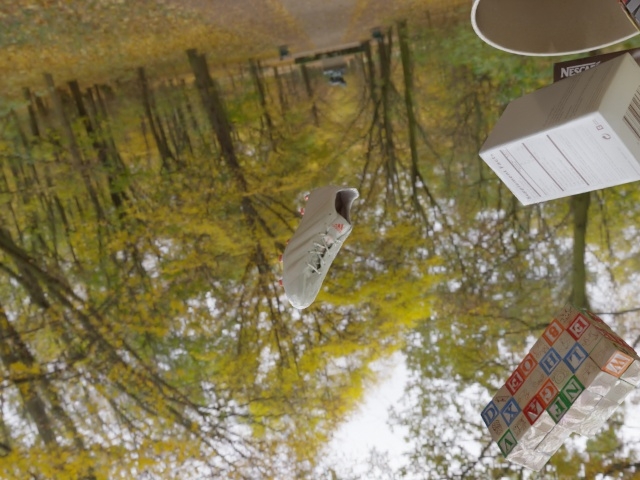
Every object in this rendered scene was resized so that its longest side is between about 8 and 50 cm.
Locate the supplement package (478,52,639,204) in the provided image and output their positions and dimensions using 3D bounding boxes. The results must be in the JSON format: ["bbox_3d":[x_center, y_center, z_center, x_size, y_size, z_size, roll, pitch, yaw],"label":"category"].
[{"bbox_3d":[0.304,-0.127,0.782,0.105,0.105,0.179,-55,-160,-24],"label":"supplement package"}]

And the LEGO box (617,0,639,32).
[{"bbox_3d":[0.524,-0.115,0.524,0.500,0.193,0.373,12,-132,-27],"label":"LEGO box"}]

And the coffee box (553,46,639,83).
[{"bbox_3d":[0.533,-0.247,1.099,0.098,0.141,0.246,0,-178,-44],"label":"coffee box"}]

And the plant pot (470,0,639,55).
[{"bbox_3d":[0.325,-0.428,0.842,0.256,0.274,0.256,2,168,0],"label":"plant pot"}]

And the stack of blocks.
[{"bbox_3d":[0.446,0.286,1.209,0.087,0.297,0.171,26,-162,-19],"label":"stack of blocks"}]

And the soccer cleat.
[{"bbox_3d":[0.000,0.000,0.851,0.076,0.068,0.196,-11,-134,32],"label":"soccer cleat"}]
